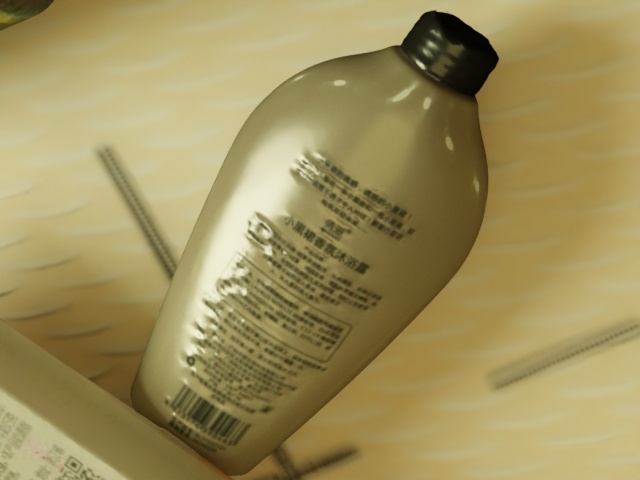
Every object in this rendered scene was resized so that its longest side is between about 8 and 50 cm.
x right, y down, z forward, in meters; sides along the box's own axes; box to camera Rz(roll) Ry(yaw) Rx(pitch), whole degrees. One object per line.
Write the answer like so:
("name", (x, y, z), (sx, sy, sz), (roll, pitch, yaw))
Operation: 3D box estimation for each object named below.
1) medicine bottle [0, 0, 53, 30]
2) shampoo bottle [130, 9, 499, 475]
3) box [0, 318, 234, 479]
("medicine bottle", (-0.266, -0.133, 0.558), (0.322, 0.151, 0.151), (-19, 102, 14))
("shampoo bottle", (0.000, 0.000, 0.589), (0.127, 0.078, 0.257), (36, 112, 0))
("box", (-0.203, 0.155, 0.648), (0.265, 0.048, 0.273), (36, 125, -2))
